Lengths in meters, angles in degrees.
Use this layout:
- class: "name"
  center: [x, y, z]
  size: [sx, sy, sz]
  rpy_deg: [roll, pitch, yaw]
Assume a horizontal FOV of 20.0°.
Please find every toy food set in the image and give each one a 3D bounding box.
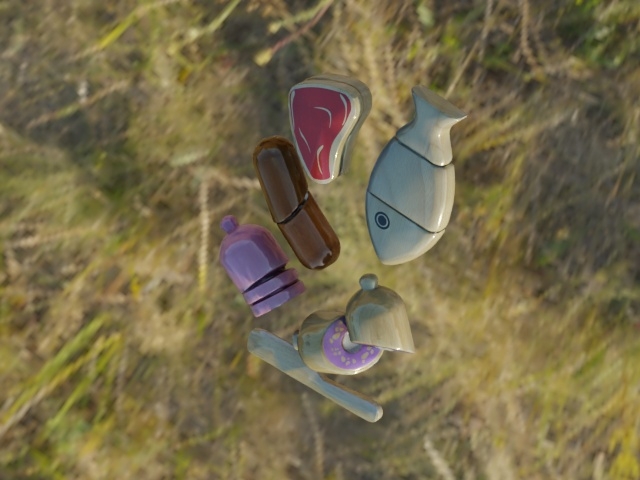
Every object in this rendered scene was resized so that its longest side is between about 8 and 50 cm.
- class: "toy food set"
  center: [0.000, 0.000, 0.564]
  size: [0.078, 0.019, 0.122]
  rpy_deg: [28, 127, 28]
